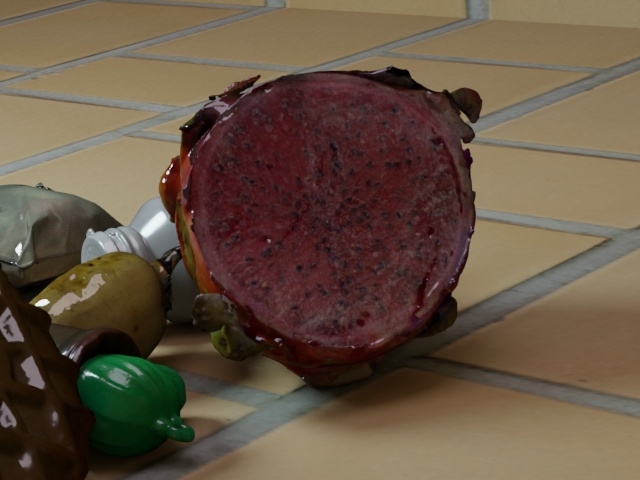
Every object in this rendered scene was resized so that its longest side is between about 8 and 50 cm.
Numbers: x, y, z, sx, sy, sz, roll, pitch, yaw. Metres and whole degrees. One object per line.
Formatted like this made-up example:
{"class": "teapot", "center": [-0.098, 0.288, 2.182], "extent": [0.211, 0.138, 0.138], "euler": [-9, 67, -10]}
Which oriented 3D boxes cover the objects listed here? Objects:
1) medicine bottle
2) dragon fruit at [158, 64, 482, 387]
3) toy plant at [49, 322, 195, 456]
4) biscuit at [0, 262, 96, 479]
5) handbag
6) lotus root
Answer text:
{"class": "medicine bottle", "center": [-0.133, 0.015, 2.038], "extent": [0.215, 0.135, 0.135], "euler": [-14, 18, -27]}
{"class": "dragon fruit", "center": [0.000, 0.000, 1.881], "extent": [0.314, 0.296, 0.263], "euler": [-8, -13, -14]}
{"class": "toy plant", "center": [-0.182, 0.136, 1.730], "extent": [0.200, 0.105, 0.143], "euler": [25, 10, 25]}
{"class": "biscuit", "center": [-0.306, 0.121, 1.555], "extent": [0.115, 0.268, 0.366], "euler": [-42, 18, 21]}
{"class": "handbag", "center": [-0.338, -0.006, 2.232], "extent": [0.182, 0.117, 0.270], "euler": [-9, 14, -40]}
{"class": "lotus root", "center": [-0.209, 0.074, 1.885], "extent": [0.221, 0.118, 0.125], "euler": [-29, 13, -37]}
